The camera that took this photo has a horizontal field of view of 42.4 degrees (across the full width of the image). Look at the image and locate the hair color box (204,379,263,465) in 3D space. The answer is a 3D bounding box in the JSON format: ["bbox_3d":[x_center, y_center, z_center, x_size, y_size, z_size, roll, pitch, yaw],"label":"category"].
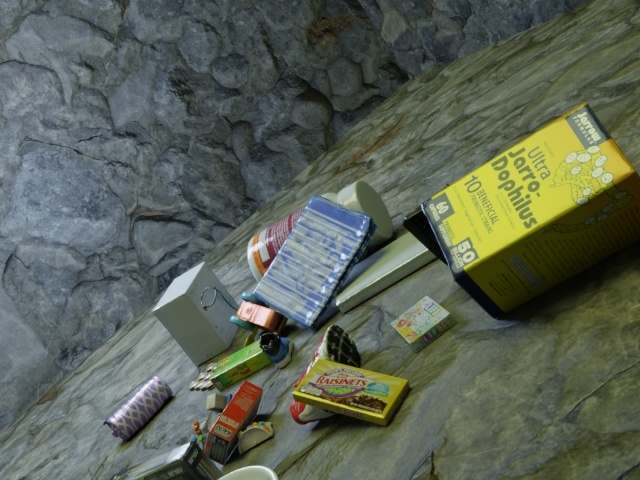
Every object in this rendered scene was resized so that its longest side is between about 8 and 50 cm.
[{"bbox_3d":[-0.191,0.402,1.827,0.167,0.053,0.093,-55,-14,-50],"label":"hair color box"}]

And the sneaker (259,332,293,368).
[{"bbox_3d":[-0.117,0.263,2.114,0.058,0.084,0.152,-35,14,8],"label":"sneaker"}]

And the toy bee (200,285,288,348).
[{"bbox_3d":[-0.181,0.206,2.356,0.195,0.162,0.298,-51,45,5],"label":"toy bee"}]

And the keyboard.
[{"bbox_3d":[0.311,-0.033,1.712,0.201,0.317,0.033,-38,55,13],"label":"keyboard"}]

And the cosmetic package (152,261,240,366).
[{"bbox_3d":[-0.371,0.223,2.553,0.138,0.224,0.224,-32,16,20],"label":"cosmetic package"}]

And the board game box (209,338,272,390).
[{"bbox_3d":[-0.203,0.325,2.201,0.181,0.043,0.092,-30,15,22],"label":"board game box"}]

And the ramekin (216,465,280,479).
[{"bbox_3d":[-0.141,0.504,1.302,0.277,0.135,0.277,-34,15,10],"label":"ramekin"}]

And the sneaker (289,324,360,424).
[{"bbox_3d":[-0.002,0.282,1.755,0.118,0.107,0.279,-34,13,30],"label":"sneaker"}]

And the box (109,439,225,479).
[{"bbox_3d":[-0.273,0.491,1.556,0.231,0.183,0.056,-29,17,29],"label":"box"}]

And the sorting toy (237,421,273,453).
[{"bbox_3d":[-0.139,0.416,1.791,0.083,0.045,0.075,-33,-4,14],"label":"sorting toy"}]

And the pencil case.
[{"bbox_3d":[-0.518,0.484,2.369,0.206,0.086,0.088,-43,-12,-29],"label":"pencil case"}]

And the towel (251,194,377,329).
[{"bbox_3d":[-0.020,0.048,2.206,0.243,0.040,0.336,26,81,38],"label":"towel"}]

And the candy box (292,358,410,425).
[{"bbox_3d":[0.058,0.287,1.578,0.206,0.027,0.105,8,38,32],"label":"candy box"}]

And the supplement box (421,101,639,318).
[{"bbox_3d":[0.403,-0.049,1.524,0.357,0.195,0.194,-32,48,16],"label":"supplement box"}]

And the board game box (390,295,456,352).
[{"bbox_3d":[0.214,0.174,1.738,0.103,0.026,0.154,-37,14,-3],"label":"board game box"}]

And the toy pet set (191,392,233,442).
[{"bbox_3d":[-0.246,0.430,1.986,0.122,0.065,0.114,-26,52,45],"label":"toy pet set"}]

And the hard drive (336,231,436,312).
[{"bbox_3d":[0.182,0.061,2.151,0.308,0.040,0.203,-33,15,16],"label":"hard drive"}]

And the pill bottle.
[{"bbox_3d":[0.000,0.000,2.398,0.392,0.224,0.224,-30,15,25],"label":"pill bottle"}]

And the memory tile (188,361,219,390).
[{"bbox_3d":[-0.309,0.382,2.332,0.113,0.012,0.148,-46,17,-32],"label":"memory tile"}]
